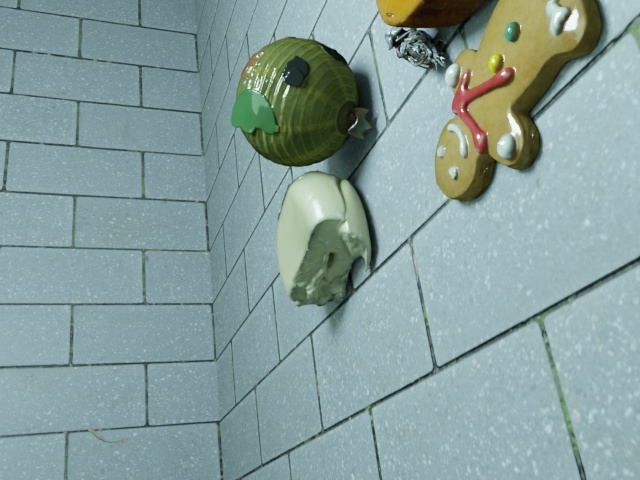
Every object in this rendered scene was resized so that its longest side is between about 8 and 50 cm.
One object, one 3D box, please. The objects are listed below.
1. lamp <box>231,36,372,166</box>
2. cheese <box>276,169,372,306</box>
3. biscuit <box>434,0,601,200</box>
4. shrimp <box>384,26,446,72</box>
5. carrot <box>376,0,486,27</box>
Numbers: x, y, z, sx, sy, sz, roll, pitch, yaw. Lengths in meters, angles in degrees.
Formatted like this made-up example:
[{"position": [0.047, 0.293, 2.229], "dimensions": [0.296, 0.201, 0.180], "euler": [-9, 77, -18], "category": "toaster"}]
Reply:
[{"position": [-0.026, -0.253, 1.257], "dimensions": [0.284, 0.250, 0.250], "euler": [25, 117, 30], "category": "lamp"}, {"position": [0.000, 0.000, 1.294], "dimensions": [0.266, 0.127, 0.233], "euler": [111, 149, -46], "category": "cheese"}, {"position": [0.220, -0.188, 0.843], "dimensions": [0.339, 0.047, 0.216], "euler": [115, 150, -45], "category": "biscuit"}, {"position": [0.149, -0.295, 1.010], "dimensions": [0.056, 0.065, 0.165], "euler": [-57, 29, 11], "category": "shrimp"}, {"position": [0.161, -0.438, 0.952], "dimensions": [0.307, 0.100, 0.258], "euler": [-112, 34, -51], "category": "carrot"}]
